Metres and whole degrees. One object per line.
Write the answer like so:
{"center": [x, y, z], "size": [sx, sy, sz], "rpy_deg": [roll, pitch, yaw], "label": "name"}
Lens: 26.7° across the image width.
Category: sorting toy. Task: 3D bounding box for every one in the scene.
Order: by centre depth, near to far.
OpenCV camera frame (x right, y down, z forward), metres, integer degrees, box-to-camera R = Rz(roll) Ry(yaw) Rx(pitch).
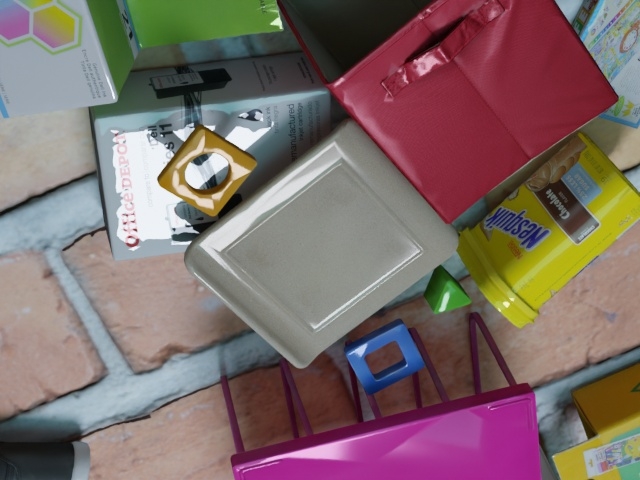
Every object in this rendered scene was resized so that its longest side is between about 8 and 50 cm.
{"center": [0.000, 0.000, 1.205], "size": [0.196, 0.047, 0.348], "rpy_deg": [-40, 124, 8], "label": "sorting toy"}

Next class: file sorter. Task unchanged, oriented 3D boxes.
{"center": [0.056, 0.215, 1.368], "size": [0.291, 0.182, 0.202], "rpy_deg": [-13, 122, -6], "label": "file sorter"}

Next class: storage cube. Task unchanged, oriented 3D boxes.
{"center": [0.101, -0.170, 1.132], "size": [0.184, 0.215, 0.193], "rpy_deg": [-37, 128, 10], "label": "storage cube"}

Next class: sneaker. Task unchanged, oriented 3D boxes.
{"center": [-0.350, 0.322, 1.393], "size": [0.147, 0.104, 0.295], "rpy_deg": [15, 110, -19], "label": "sneaker"}

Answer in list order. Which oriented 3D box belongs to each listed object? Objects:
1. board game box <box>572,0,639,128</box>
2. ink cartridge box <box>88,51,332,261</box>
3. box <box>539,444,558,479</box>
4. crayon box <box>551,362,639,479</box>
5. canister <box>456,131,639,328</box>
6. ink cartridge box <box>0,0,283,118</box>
{"center": [0.286, -0.189, 1.266], "size": [0.103, 0.026, 0.154], "rpy_deg": [14, 117, -20], "label": "board game box"}
{"center": [-0.098, -0.076, 1.211], "size": [0.208, 0.087, 0.153], "rpy_deg": [-8, 123, -8], "label": "ink cartridge box"}
{"center": [0.197, 0.326, 1.522], "size": [0.170, 0.091, 0.130], "rpy_deg": [-23, 123, 2], "label": "box"}
{"center": [0.418, 0.219, 1.511], "size": [0.323, 0.083, 0.203], "rpy_deg": [-24, 123, 1], "label": "crayon box"}
{"center": [0.222, -0.013, 1.302], "size": [0.170, 0.126, 0.073], "rpy_deg": [-43, 120, 11], "label": "canister"}
{"center": [-0.178, -0.210, 1.065], "size": [0.255, 0.097, 0.188], "rpy_deg": [-6, 124, 13], "label": "ink cartridge box"}
